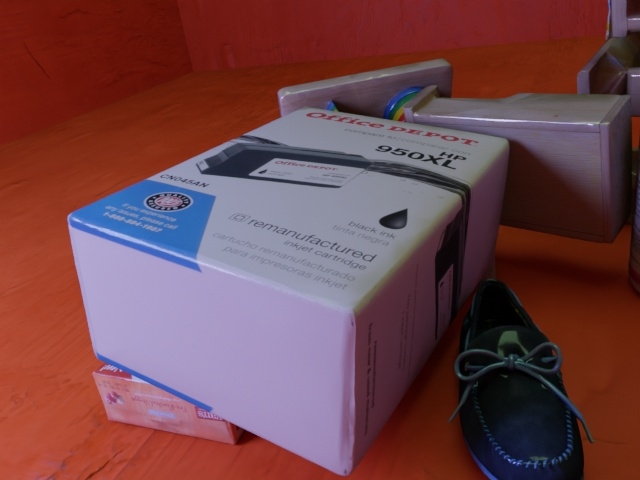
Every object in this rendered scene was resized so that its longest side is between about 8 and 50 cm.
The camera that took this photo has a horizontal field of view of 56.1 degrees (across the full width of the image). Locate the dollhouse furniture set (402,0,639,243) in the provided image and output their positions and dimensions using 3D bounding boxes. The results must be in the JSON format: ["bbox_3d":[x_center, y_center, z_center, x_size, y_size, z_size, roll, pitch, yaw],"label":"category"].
[{"bbox_3d":[0.339,-0.190,0.833,0.256,0.362,0.394,14,45,41],"label":"dollhouse furniture set"}]

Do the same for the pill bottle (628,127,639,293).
[{"bbox_3d":[0.425,-0.073,0.639,0.160,0.283,0.160,-8,24,4],"label":"pill bottle"}]

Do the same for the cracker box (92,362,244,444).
[{"bbox_3d":[-0.115,0.114,0.680,0.155,0.067,0.232,3,28,21],"label":"cracker box"}]

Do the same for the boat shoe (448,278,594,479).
[{"bbox_3d":[0.159,0.114,0.539,0.109,0.089,0.258,-7,20,2],"label":"boat shoe"}]

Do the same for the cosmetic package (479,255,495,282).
[{"bbox_3d":[0.200,0.014,0.821,0.060,0.041,0.115,-4,25,9],"label":"cosmetic package"}]

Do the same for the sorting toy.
[{"bbox_3d":[0.083,-0.118,0.914,0.257,0.255,0.089,-12,41,-7],"label":"sorting toy"}]

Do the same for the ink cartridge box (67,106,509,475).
[{"bbox_3d":[0.000,0.000,0.630,0.285,0.166,0.395,16,32,26],"label":"ink cartridge box"}]
